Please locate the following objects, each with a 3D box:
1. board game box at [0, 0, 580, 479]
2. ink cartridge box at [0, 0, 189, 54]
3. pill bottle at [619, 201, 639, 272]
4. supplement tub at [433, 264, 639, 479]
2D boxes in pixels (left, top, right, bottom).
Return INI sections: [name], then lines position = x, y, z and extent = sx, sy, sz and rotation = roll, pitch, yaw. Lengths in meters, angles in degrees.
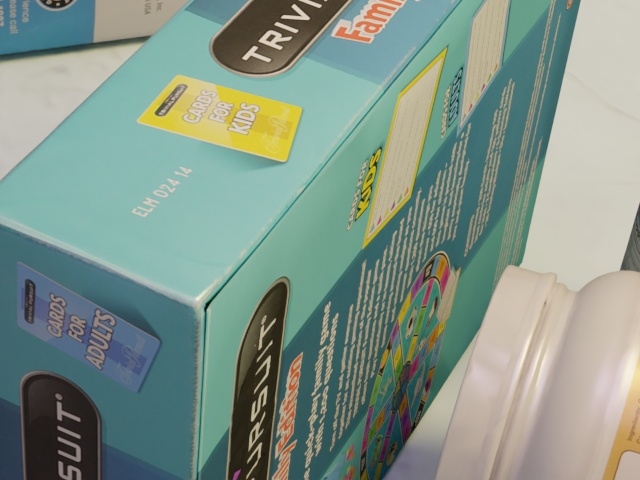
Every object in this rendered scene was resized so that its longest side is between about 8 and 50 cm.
[board game box]
position = 0.000, 0.000, 0.674
extent = 0.079, 0.253, 0.336
rotation = 22, 44, 17
[ink cartridge box]
position = -0.074, -0.247, 0.973
extent = 0.270, 0.198, 0.197
rotation = -9, 44, -19
[pill bottle]
position = 0.172, 0.012, 0.755
extent = 0.087, 0.160, 0.087
rotation = 4, 43, -4
[supplement tub]
position = 0.149, 0.095, 0.673
extent = 0.200, 0.144, 0.144
rotation = 17, 43, 10
